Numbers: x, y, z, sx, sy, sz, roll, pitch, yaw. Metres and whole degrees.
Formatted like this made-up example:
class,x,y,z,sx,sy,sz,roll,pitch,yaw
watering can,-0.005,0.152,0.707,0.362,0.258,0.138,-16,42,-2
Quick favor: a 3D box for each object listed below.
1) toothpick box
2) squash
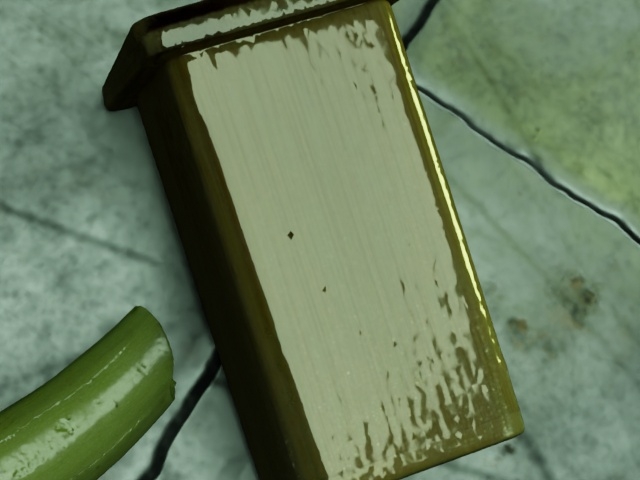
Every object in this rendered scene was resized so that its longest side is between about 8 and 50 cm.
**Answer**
class,x,y,z,sx,sy,sz,roll,pitch,yaw
toothpick box,0.000,0.000,1.088,0.187,0.190,0.308,-18,88,-17
squash,-0.192,0.138,1.068,0.250,0.083,0.083,-35,89,-18
